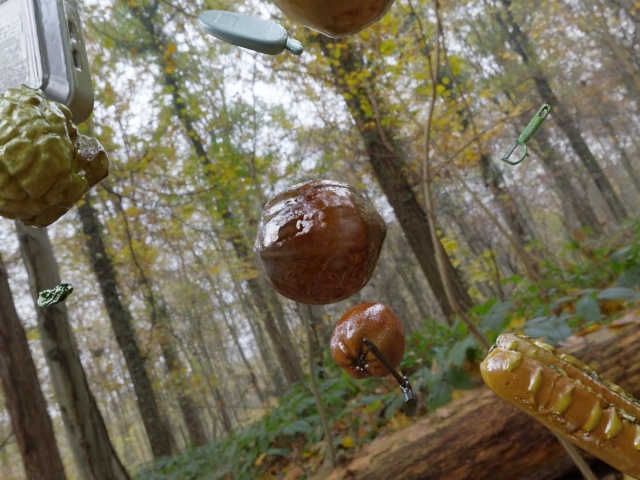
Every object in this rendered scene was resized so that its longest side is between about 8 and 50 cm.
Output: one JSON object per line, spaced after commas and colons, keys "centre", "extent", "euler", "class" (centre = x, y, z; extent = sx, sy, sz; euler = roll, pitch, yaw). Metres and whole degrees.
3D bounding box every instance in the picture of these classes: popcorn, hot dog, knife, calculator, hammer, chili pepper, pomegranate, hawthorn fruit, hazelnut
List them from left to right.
{"centre": [-0.467, -0.120, 0.955], "extent": [0.237, 0.206, 0.251], "euler": [8, -22, 16], "class": "popcorn"}
{"centre": [-0.451, 0.094, 0.992], "extent": [0.091, 0.030, 0.034], "euler": [-20, 8, 36], "class": "chili pepper"}
{"centre": [-0.188, -0.568, 1.611], "extent": [0.295, 0.184, 0.042], "euler": [14, -53, -7], "class": "calculator"}
{"centre": [0.000, 0.000, 1.631], "extent": [0.372, 0.372, 0.315], "euler": [-20, -13, -13], "class": "hazelnut"}
{"centre": [0.020, -0.553, 1.109], "extent": [0.342, 0.342, 0.342], "euler": [-22, -15, -6], "class": "pomegranate"}
{"centre": [0.114, 0.231, 1.388], "extent": [0.189, 0.189, 0.189], "euler": [-22, -15, -6], "class": "hawthorn fruit"}
{"centre": [0.128, 0.236, 1.088], "extent": [0.021, 0.065, 0.178], "euler": [-29, -55, 11], "class": "hammer"}
{"centre": [0.512, -0.256, 1.431], "extent": [0.212, 0.054, 0.015], "euler": [-51, -20, -21], "class": "knife"}
{"centre": [0.335, 0.207, 0.754], "extent": [0.072, 0.269, 0.115], "euler": [-66, -10, 28], "class": "hot dog"}

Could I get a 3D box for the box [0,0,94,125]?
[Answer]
{"centre": [-0.663, -0.363, 1.243], "extent": [0.367, 0.373, 0.090], "euler": [-20, -17, 17], "class": "box"}
